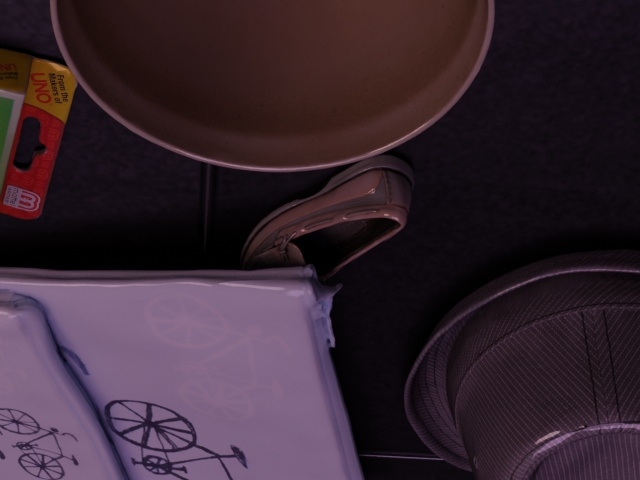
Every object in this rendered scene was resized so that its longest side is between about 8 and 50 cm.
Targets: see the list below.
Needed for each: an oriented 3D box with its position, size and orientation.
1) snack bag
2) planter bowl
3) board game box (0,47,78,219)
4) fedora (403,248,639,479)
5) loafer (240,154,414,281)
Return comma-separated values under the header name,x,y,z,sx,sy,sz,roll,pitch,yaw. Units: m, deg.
name,x,y,z,sx,sy,sz,roll,pitch,yaw
snack bag,-0.137,0.121,0.887,0.343,0.037,0.323,0,142,11
planter bowl,-0.016,-0.120,0.556,0.162,0.109,0.162,1,141,1
board game box,-0.256,-0.063,0.692,0.259,0.039,0.124,10,141,-16
fedora,0.173,0.128,0.853,0.244,0.124,0.275,-3,141,4
loafer,0.000,0.000,0.760,0.045,0.039,0.125,28,134,-31
